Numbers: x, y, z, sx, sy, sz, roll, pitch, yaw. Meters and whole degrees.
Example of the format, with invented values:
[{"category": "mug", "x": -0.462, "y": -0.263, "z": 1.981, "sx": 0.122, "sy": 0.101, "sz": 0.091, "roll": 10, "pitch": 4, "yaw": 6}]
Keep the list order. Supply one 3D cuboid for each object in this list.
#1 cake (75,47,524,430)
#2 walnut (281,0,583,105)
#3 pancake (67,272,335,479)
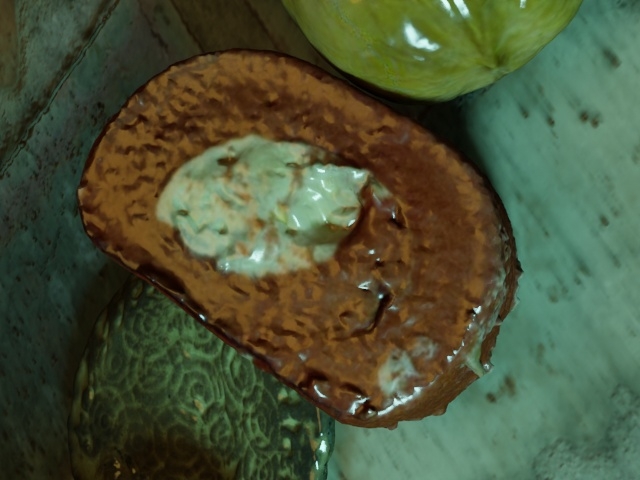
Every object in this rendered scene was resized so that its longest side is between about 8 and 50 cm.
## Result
[{"category": "cake", "x": -0.002, "y": -0.006, "z": 1.052, "sx": 0.283, "sy": 0.151, "sz": 0.177, "roll": 35, "pitch": 90, "yaw": 14}, {"category": "walnut", "x": 0.061, "y": -0.191, "z": 1.020, "sx": 0.195, "sy": 0.195, "sz": 0.222, "roll": -39, "pitch": 62, "yaw": 37}, {"category": "pancake", "x": -0.094, "y": 0.141, "z": 1.276, "sx": 0.286, "sy": 0.033, "sz": 0.288, "roll": 39, "pitch": 116, "yaw": 37}]
